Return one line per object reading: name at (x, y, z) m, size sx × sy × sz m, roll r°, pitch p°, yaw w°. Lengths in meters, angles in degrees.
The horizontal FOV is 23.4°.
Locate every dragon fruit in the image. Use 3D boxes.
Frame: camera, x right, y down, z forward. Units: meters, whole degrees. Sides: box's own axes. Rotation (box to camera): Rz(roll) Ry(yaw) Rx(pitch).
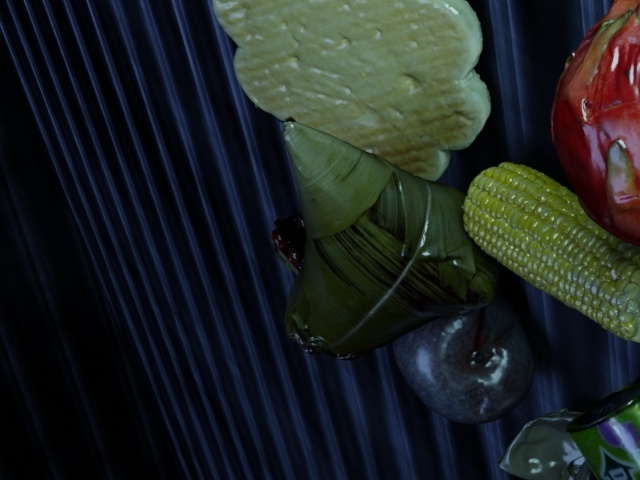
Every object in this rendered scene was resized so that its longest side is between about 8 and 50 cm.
dragon fruit at (0.246, -0.079, 1.070) m, size 0.209 × 0.172 × 0.172 m, roll 53°, pitch 167°, yaw -24°

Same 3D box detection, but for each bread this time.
bread at (0.031, -0.184, 1.507) m, size 0.316 × 0.054 × 0.316 m, roll 23°, pitch 141°, yaw 20°

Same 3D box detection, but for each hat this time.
hat at (0.286, 0.253, 1.669) m, size 0.175 × 0.085 × 0.147 m, roll 44°, pitch 161°, yaw -32°

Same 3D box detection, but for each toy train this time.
toy train at (-0.017, 0.027, 2.152) m, size 0.138 × 0.050 × 0.087 m, roll 47°, pitch 163°, yaw 32°

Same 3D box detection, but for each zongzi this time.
zongzi at (0.000, 0.000, 1.536) m, size 0.300 × 0.145 × 0.274 m, roll 29°, pitch 141°, yaw -30°

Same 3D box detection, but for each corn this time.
corn at (0.224, 0.008, 1.386) m, size 0.244 × 0.093 × 0.093 m, roll 39°, pitch 153°, yaw 46°

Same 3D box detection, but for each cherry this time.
cherry at (0.150, 0.113, 1.679) m, size 0.176 × 0.140 × 0.176 m, roll 52°, pitch 176°, yaw 6°

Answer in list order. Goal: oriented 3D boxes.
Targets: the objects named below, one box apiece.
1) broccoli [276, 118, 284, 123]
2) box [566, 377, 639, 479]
broccoli at (0.037, -0.124, 1.707) m, size 0.122 × 0.118 × 0.204 m, roll -3°, pitch 134°, yaw 51°
box at (0.363, 0.295, 1.450) m, size 0.346 × 0.097 × 0.134 m, roll 59°, pitch 161°, yaw 4°
